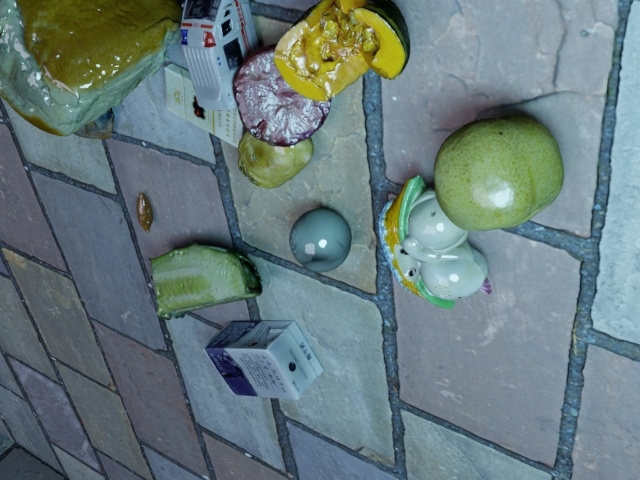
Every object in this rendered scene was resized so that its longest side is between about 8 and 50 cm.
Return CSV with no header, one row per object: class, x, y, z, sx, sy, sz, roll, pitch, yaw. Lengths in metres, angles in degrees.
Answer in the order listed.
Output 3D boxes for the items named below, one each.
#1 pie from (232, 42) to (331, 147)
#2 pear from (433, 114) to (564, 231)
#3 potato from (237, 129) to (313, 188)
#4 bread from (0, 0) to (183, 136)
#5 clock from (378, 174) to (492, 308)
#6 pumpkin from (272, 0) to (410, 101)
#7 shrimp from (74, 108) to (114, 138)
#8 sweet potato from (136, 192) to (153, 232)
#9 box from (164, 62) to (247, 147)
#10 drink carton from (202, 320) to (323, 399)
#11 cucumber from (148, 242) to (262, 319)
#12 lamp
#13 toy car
pie,-0.056,-0.211,1.174,0.155,0.036,0.154,1,109,3
pear,0.214,-0.082,0.991,0.167,0.167,0.136,-19,83,51
potato,-0.077,-0.140,1.286,0.107,0.080,0.170,44,144,-18
bread,-0.384,-0.324,1.257,0.250,0.279,0.225,51,157,-6
clock,0.167,0.006,1.169,0.144,0.103,0.230,3,129,40
pumpkin,0.039,-0.260,1.037,0.184,0.107,0.119,-6,127,38
shrimp,-0.461,-0.273,1.537,0.178,0.075,0.289,39,143,-5
sweet potato,-0.363,-0.060,1.672,0.034,0.034,0.095,21,126,29
box,-0.191,-0.225,1.357,0.167,0.024,0.090,29,141,19
drink carton,-0.120,0.245,1.672,0.222,0.102,0.134,-6,118,47
cucumber,-0.215,0.072,1.603,0.325,0.105,0.145,-13,88,49
lamp,0.000,0.000,1.320,0.105,0.105,0.105,26,139,25
toy car,-0.151,-0.296,1.182,0.089,0.108,0.209,17,134,32
